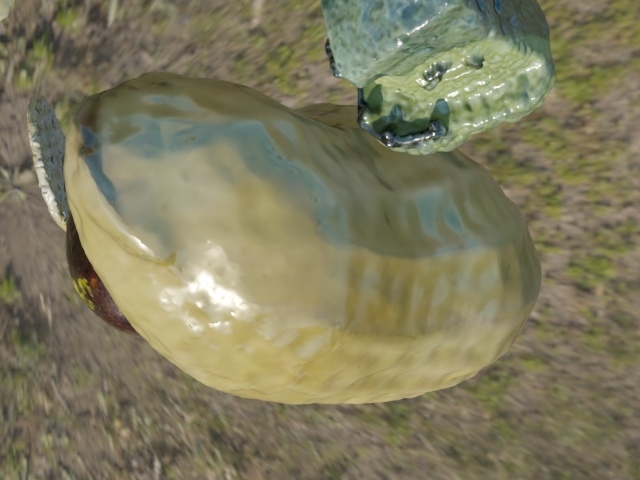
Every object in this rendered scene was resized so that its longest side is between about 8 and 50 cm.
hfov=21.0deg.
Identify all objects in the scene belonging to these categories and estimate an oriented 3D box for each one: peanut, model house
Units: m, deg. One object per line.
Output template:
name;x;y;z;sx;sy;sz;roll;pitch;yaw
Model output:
peanut;0.001;0.006;0.953;0.340;0.158;0.174;1;97;-55
model house;0.037;-0.073;0.656;0.079;0.083;0.066;-17;76;28

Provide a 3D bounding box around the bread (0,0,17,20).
bread;-0.379;-0.363;1.630;0.207;0.279;0.279;38;69;-44

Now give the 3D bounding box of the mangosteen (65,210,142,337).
mangosteen;-0.091;0.001;1.366;0.217;0.192;0.192;27;87;13

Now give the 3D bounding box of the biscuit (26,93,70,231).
biscuit;-0.278;-0.080;1.791;0.020;0.152;0.152;-13;94;3
